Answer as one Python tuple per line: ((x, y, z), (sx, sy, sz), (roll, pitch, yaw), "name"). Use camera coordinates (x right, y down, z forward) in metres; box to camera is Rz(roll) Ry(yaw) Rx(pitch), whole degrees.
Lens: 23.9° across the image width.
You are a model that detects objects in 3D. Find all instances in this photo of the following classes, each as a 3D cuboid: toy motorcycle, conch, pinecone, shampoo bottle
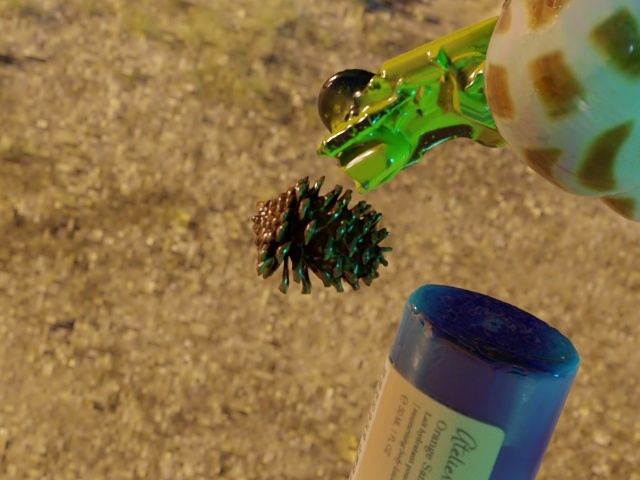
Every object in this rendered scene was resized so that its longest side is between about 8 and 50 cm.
((0.168, -0.156, 1.725), (0.342, 0.206, 0.142), (-24, 12, 21), "toy motorcycle")
((0.267, -0.136, 1.277), (0.368, 0.249, 0.197), (31, 49, -52), "conch")
((0.000, -0.003, 1.193), (0.109, 0.102, 0.102), (5, 19, 20), "pinecone")
((0.061, 0.112, 0.745), (0.087, 0.183, 0.050), (23, 34, 13), "shampoo bottle")
